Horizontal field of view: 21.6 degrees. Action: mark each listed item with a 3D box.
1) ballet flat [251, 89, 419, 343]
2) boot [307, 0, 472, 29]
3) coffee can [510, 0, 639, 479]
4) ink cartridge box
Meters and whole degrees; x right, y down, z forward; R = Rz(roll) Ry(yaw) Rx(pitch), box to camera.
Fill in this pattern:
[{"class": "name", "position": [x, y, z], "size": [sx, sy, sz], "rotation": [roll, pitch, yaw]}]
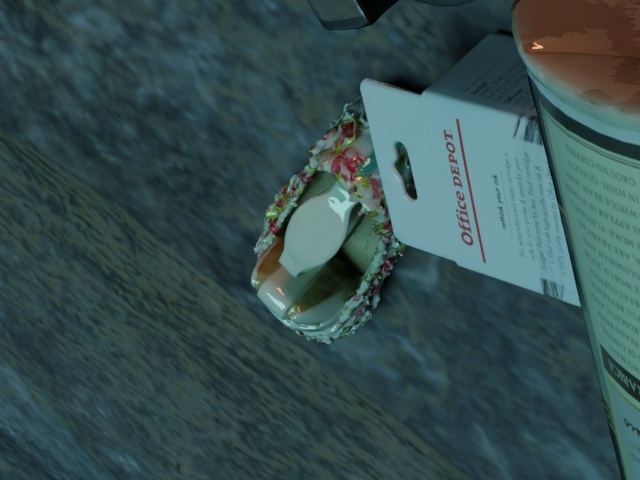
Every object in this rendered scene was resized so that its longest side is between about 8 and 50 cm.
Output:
[{"class": "ballet flat", "position": [0.000, 0.000, 0.923], "size": [0.091, 0.077, 0.241], "rotation": [41, 148, 11]}, {"class": "boot", "position": [0.005, -0.207, 0.681], "size": [0.263, 0.091, 0.229], "rotation": [-10, 117, 56]}, {"class": "coffee can", "position": [0.192, 0.021, 0.591], "size": [0.201, 0.201, 0.275], "rotation": [16, 136, 41]}, {"class": "ink cartridge box", "position": [0.112, -0.030, 0.769], "size": [0.180, 0.060, 0.104], "rotation": [20, 139, 37]}]
